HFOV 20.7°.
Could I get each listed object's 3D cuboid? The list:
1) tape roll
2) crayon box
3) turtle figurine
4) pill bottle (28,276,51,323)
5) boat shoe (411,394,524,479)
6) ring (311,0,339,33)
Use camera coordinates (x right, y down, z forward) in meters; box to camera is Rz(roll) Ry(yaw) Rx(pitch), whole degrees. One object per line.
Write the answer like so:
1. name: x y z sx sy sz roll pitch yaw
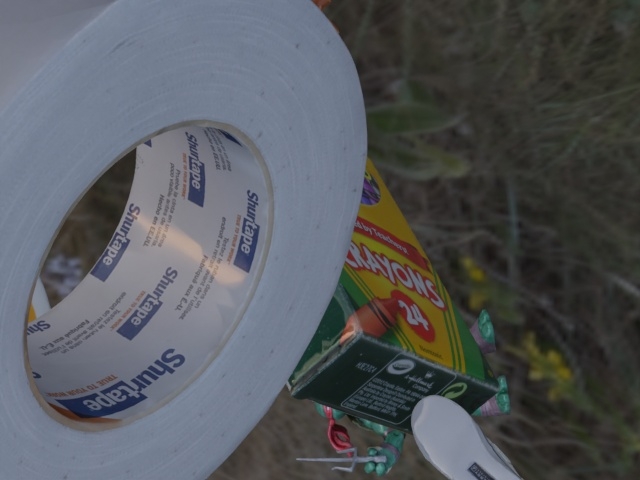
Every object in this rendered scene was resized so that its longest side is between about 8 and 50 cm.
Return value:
1. tape roll: -0.081 -0.001 0.608 0.072 0.219 0.219 28 80 32
2. crayon box: 0.000 0.000 1.422 0.081 0.318 0.202 -42 144 19
3. turtle figurine: 0.078 0.156 1.872 0.234 0.118 0.175 -13 84 0
4. pill bottle: -0.273 0.072 0.842 0.278 0.162 0.162 -18 94 -53
5. boat shoe: 0.090 0.128 0.993 0.035 0.035 0.100 -46 60 -3
6. ring: -0.080 -0.334 1.943 0.032 0.336 0.336 -40 98 11
